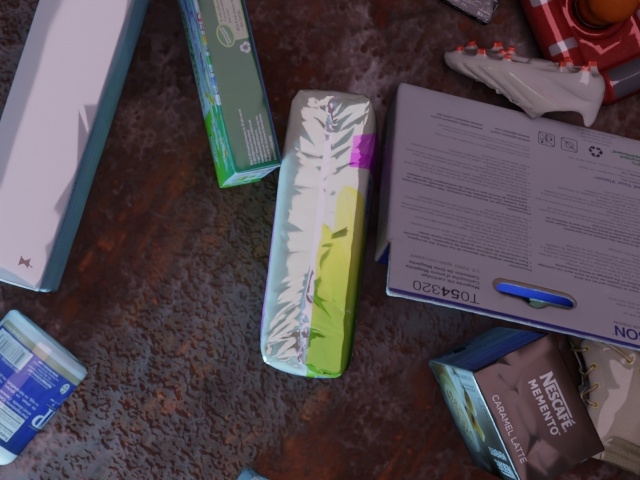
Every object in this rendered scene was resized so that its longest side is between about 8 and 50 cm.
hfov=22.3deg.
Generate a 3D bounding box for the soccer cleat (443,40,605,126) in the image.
[{"bbox_3d":[0.228,-0.179,1.857,0.196,0.068,0.076,14,113,25],"label":"soccer cleat"}]

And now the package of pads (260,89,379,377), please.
[{"bbox_3d":[0.000,0.000,1.770,0.101,0.229,0.296,7,85,3],"label":"package of pads"}]

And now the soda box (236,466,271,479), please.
[{"bbox_3d":[-0.116,0.399,1.808,0.091,0.098,0.286,32,85,-7],"label":"soda box"}]

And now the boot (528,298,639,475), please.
[{"bbox_3d":[0.311,0.165,1.884,0.213,0.077,0.165,27,87,-9],"label":"boot"}]

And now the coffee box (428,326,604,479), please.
[{"bbox_3d":[0.209,0.179,1.782,0.098,0.246,0.141,-25,92,-7],"label":"coffee box"}]

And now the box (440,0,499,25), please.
[{"bbox_3d":[0.174,-0.301,1.905,0.083,0.018,0.067,27,85,-6],"label":"box"}]

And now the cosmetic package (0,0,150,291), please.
[{"bbox_3d":[-0.270,-0.136,1.708,0.097,0.284,0.377,18,86,-7],"label":"cosmetic package"}]

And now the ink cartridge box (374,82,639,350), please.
[{"bbox_3d":[0.224,-0.012,1.788,0.324,0.071,0.330,14,47,-7],"label":"ink cartridge box"}]

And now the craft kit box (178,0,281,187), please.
[{"bbox_3d":[-0.104,-0.188,1.751,0.061,0.246,0.249,-13,90,-5],"label":"craft kit box"}]

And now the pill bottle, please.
[{"bbox_3d":[-0.355,0.179,1.774,0.112,0.112,0.186,41,84,-5],"label":"pill bottle"}]

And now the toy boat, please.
[{"bbox_3d":[0.320,-0.274,1.857,0.151,0.151,0.231,-24,92,-8],"label":"toy boat"}]
